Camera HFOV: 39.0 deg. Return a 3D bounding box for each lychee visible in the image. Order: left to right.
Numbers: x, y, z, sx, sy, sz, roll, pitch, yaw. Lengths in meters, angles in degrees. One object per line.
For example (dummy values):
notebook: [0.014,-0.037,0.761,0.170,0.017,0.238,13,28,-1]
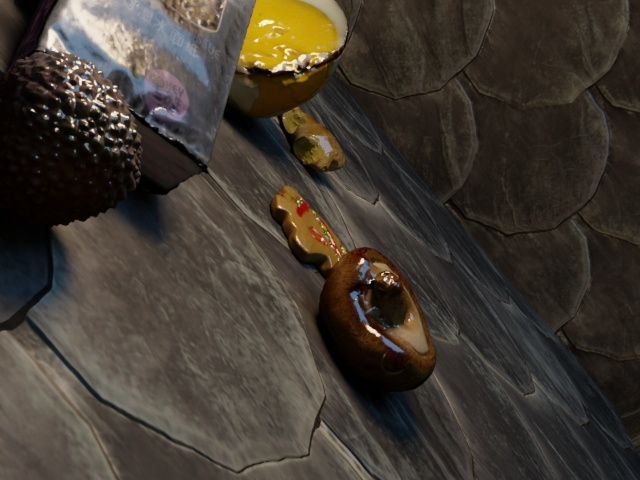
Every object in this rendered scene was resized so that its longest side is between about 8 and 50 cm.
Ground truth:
lychee: [-0.254,-0.095,0.836,0.197,0.165,0.165,29,25,-39]

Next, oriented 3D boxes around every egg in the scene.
egg: [-0.120,-0.370,1.797,0.337,0.201,0.337,10,49,-11]

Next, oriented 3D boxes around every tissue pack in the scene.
tissue pack: [-0.226,-0.273,1.156,0.259,0.122,0.361,37,48,-33]

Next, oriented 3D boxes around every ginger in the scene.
ginger: [-0.032,-0.249,2.033,0.131,0.086,0.294,13,29,-31]

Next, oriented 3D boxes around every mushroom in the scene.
mushroom: [0.082,0.129,1.375,0.194,0.138,0.231,53,18,-55]

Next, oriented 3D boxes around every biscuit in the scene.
biscuit: [0.000,0.000,1.595,0.238,0.041,0.212,41,16,-31]

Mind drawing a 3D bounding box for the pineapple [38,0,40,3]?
pineapple: [-0.296,-0.332,1.345,0.170,0.141,0.310,31,-7,37]
